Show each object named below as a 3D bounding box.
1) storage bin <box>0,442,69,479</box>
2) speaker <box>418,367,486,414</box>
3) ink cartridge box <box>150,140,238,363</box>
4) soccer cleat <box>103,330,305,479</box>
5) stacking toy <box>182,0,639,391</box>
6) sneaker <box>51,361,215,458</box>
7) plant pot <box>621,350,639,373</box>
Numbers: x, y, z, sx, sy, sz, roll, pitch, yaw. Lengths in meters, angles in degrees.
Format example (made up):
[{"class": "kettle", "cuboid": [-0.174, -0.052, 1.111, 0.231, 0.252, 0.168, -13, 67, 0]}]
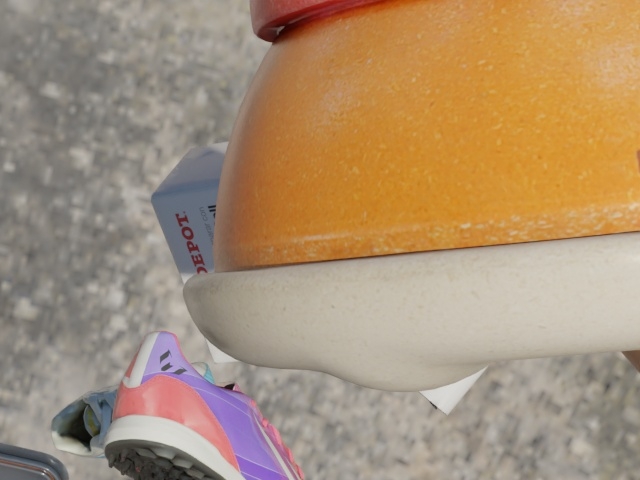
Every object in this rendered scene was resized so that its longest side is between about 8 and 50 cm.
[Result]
[{"class": "storage bin", "cuboid": [-0.232, 0.229, 1.361, 0.098, 0.135, 0.091, 13, 35, 1]}, {"class": "speaker", "cuboid": [0.159, 0.123, 2.040, 0.055, 0.136, 0.055, 40, -1, 1]}, {"class": "ink cartridge box", "cuboid": [0.000, 0.000, 1.844, 0.278, 0.201, 0.117, -8, 25, 26]}, {"class": "soccer cleat", "cuboid": [-0.067, 0.190, 1.627, 0.318, 0.108, 0.116, 41, 49, -46]}, {"class": "stacking toy", "cuboid": [0.099, -0.186, 0.817, 0.350, 0.480, 0.350, -5, -1, 0]}, {"class": "sneaker", "cuboid": [-0.191, 0.185, 1.958, 0.092, 0.228, 0.087, -1, 73, -42]}, {"class": "plant pot", "cuboid": [0.397, 0.035, 1.934, 0.291, 0.203, 0.291, -16, 42, 15]}]
